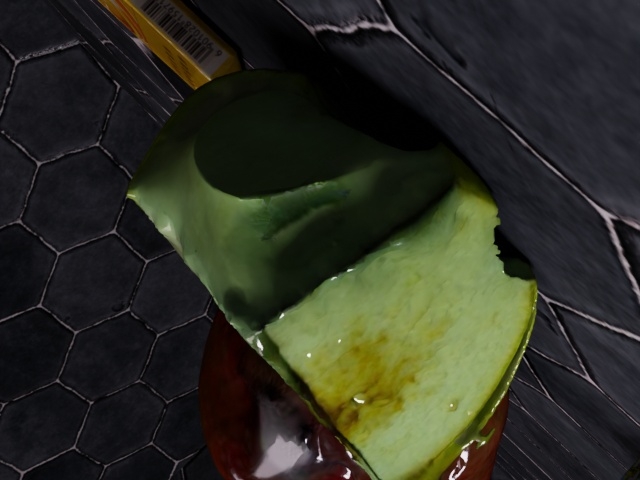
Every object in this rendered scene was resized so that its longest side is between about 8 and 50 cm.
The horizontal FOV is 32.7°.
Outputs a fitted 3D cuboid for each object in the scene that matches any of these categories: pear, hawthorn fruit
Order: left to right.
[{"bbox_3d":[0.000,0.000,0.771,0.282,0.176,0.286,42,170,42],"label":"pear"},{"bbox_3d":[0.031,0.127,1.027,0.308,0.325,0.308,1,161,0],"label":"hawthorn fruit"}]

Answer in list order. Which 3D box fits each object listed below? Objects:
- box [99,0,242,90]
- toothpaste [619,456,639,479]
[{"bbox_3d":[-0.177,-0.228,1.006,0.269,0.043,0.152,44,174,4],"label":"box"},{"bbox_3d":[0.292,0.211,0.898,0.046,0.034,0.164,44,175,5],"label":"toothpaste"}]
